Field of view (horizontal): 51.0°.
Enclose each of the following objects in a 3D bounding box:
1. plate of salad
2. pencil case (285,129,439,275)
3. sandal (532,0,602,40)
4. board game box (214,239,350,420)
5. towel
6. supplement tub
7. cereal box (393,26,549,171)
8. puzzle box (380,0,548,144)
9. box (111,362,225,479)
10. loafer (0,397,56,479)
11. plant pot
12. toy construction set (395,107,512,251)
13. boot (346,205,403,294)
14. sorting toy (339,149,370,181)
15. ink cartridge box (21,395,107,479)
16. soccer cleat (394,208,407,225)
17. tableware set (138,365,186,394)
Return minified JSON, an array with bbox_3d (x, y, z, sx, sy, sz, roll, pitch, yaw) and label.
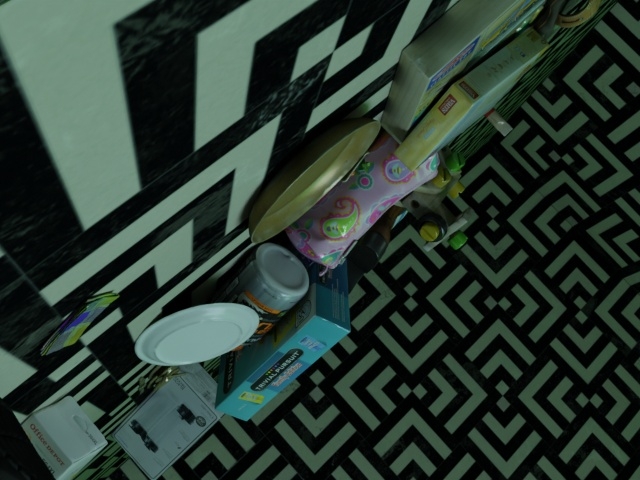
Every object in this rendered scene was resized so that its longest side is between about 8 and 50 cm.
[{"bbox_3d":[-0.197,0.145,1.072,0.199,0.048,0.200,-16,149,-10],"label":"plate of salad"},{"bbox_3d":[0.068,-0.072,1.121,0.284,0.124,0.124,-43,174,-6],"label":"pencil case"},{"bbox_3d":[0.368,-0.338,0.976,0.090,0.060,0.219,-42,174,-7],"label":"sandal"},{"bbox_3d":[-0.078,0.148,1.279,0.336,0.079,0.254,-46,-151,34],"label":"board game box"},{"bbox_3d":[-0.252,0.087,0.705,0.083,0.009,0.060,-44,173,14],"label":"towel"},{"bbox_3d":[-0.116,0.103,1.160,0.190,0.117,0.117,-47,172,32],"label":"supplement tub"},{"bbox_3d":[0.231,-0.215,1.024,0.240,0.047,0.173,-38,173,-36],"label":"cereal box"},{"bbox_3d":[0.261,-0.321,0.954,0.409,0.052,0.272,-42,173,-6],"label":"puzzle box"},{"bbox_3d":[-0.372,0.449,1.683,0.290,0.169,0.087,-47,175,21],"label":"box"},{"bbox_3d":[-0.330,0.203,0.561,0.130,0.134,0.366,-36,162,-15],"label":"loafer"},{"bbox_3d":[-0.015,-0.087,0.913,0.236,0.032,0.236,-43,174,-5],"label":"plant pot"},{"bbox_3d":[0.248,-0.127,1.321,0.309,0.237,0.257,-45,173,20],"label":"toy construction set"},{"bbox_3d":[0.093,-0.007,1.561,0.264,0.096,0.280,-50,-176,44],"label":"boot"},{"bbox_3d":[0.053,-0.115,1.032,0.062,0.012,0.083,-50,-158,11],"label":"sorting toy"},{"bbox_3d":[-0.381,0.296,0.937,0.143,0.092,0.090,-45,173,10],"label":"ink cartridge box"},{"bbox_3d":[0.119,-0.027,1.742,0.331,0.116,0.143,-40,173,-26],"label":"soccer cleat"},{"bbox_3d":[-0.327,0.287,1.442,0.128,0.039,0.194,-40,173,-25],"label":"tableware set"}]
